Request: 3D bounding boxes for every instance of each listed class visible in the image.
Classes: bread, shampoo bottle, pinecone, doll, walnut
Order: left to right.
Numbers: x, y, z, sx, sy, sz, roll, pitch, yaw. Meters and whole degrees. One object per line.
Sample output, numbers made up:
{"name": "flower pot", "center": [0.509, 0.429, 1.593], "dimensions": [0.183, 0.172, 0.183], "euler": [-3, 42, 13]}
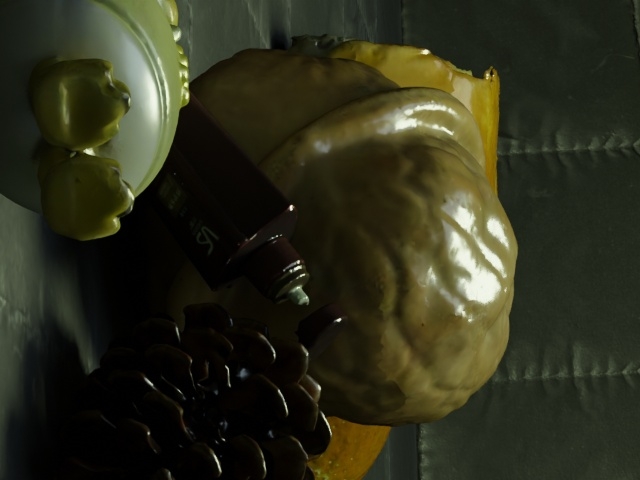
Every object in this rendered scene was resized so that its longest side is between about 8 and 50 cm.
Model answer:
{"name": "doll", "center": [-0.123, -0.106, 0.885], "dimensions": [0.296, 0.117, 0.141], "euler": [-78, 165, -61]}
{"name": "pinecone", "center": [-0.085, 0.133, 0.947], "dimensions": [0.165, 0.163, 0.163], "euler": [-49, 138, -53]}
{"name": "shampoo bottle", "center": [-0.068, -0.027, 1.006], "dimensions": [0.236, 0.067, 0.068], "euler": [50, -21, 17]}
{"name": "walnut", "center": [0.000, 0.000, 1.157], "dimensions": [0.296, 0.285, 0.285], "euler": [44, -13, 26]}
{"name": "bread", "center": [0.100, -0.047, 1.937], "dimensions": [0.361, 0.250, 0.394], "euler": [23, 65, -80]}

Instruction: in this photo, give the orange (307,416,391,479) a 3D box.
{"name": "orange", "center": [-0.013, 0.119, 1.408], "dimensions": [0.179, 0.159, 0.237], "euler": [-140, -137, -79]}
